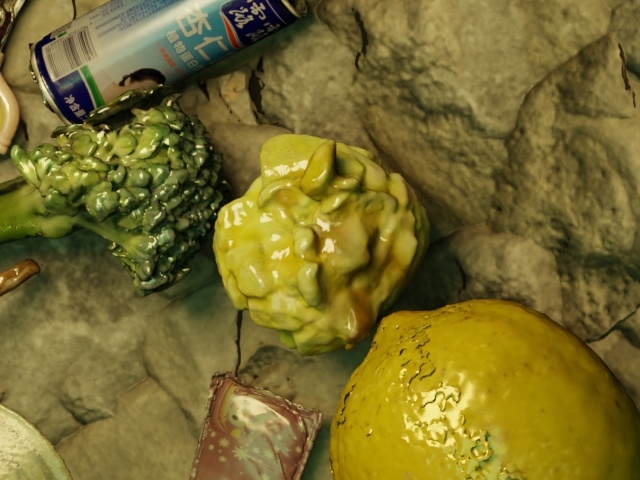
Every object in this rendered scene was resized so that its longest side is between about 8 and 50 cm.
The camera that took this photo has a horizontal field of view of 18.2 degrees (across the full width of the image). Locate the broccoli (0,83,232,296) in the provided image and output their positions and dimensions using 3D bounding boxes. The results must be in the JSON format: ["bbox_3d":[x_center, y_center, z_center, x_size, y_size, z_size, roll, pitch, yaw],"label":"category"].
[{"bbox_3d":[-0.221,-0.030,1.736,0.275,0.198,0.177,-9,90,10],"label":"broccoli"}]

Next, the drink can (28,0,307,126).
[{"bbox_3d":[-0.136,-0.185,1.763,0.235,0.097,0.097,-27,91,13],"label":"drink can"}]

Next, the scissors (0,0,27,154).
[{"bbox_3d":[-0.309,-0.184,1.825,0.160,0.024,0.317,38,106,15],"label":"scissors"}]

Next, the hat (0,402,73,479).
[{"bbox_3d":[-0.358,0.274,1.861,0.252,0.110,0.252,1,97,12],"label":"hat"}]

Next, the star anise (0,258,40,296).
[{"bbox_3d":[-0.420,0.139,1.829,0.349,0.109,0.292,-9,72,17],"label":"star anise"}]

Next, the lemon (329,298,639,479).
[{"bbox_3d":[0.149,0.190,1.663,0.258,0.258,0.310,-38,98,14],"label":"lemon"}]

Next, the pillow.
[{"bbox_3d":[-0.070,0.221,1.826,0.118,0.043,0.185,21,98,16],"label":"pillow"}]

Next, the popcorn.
[{"bbox_3d":[-0.001,-0.001,1.706,0.167,0.187,0.185,33,107,10],"label":"popcorn"}]
